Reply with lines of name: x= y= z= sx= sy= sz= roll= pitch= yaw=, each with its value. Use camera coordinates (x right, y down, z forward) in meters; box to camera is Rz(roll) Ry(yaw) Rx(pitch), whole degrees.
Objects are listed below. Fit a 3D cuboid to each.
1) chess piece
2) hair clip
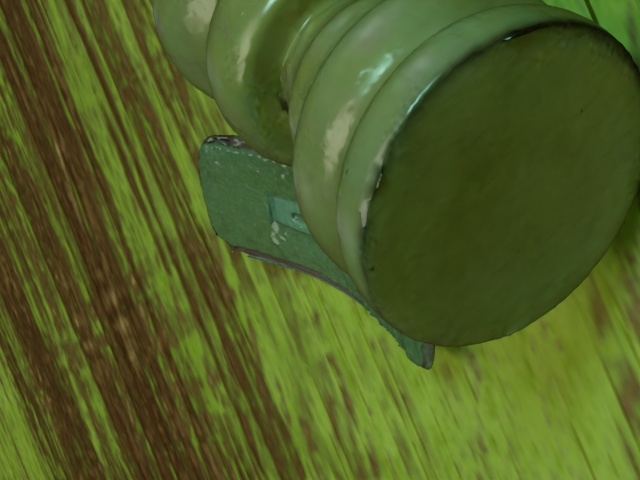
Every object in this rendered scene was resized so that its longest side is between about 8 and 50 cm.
chess piece: x=0.010 y=-0.053 z=0.468 sx=0.170 sy=0.094 sz=0.094 roll=47 pitch=145 yaw=47
hair clip: x=0.001 y=0.000 z=0.567 sx=0.137 sy=0.022 sz=0.054 roll=29 pitch=132 yaw=49
